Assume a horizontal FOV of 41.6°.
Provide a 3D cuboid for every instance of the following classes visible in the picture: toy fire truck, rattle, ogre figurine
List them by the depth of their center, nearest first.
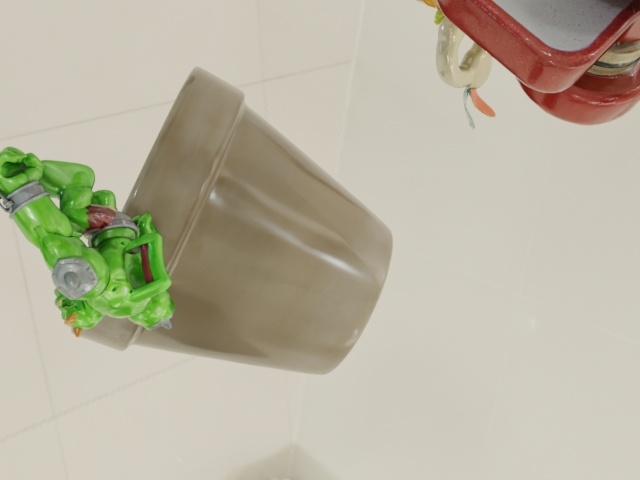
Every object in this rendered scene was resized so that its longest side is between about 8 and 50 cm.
[{"bbox_3d":[0.173,-0.242,0.548,0.302,0.254,0.169,-43,168,-18],"label":"toy fire truck"},{"bbox_3d":[-0.173,0.006,0.658,0.096,0.118,0.197,-24,154,-9],"label":"ogre figurine"},{"bbox_3d":[0.170,-0.256,1.157,0.200,0.142,0.130,64,42,-56],"label":"rattle"}]

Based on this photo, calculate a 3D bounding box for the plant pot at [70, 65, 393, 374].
[{"bbox_3d":[-0.085,0.012,0.950,0.280,0.323,0.323,26,88,-12],"label":"plant pot"}]
